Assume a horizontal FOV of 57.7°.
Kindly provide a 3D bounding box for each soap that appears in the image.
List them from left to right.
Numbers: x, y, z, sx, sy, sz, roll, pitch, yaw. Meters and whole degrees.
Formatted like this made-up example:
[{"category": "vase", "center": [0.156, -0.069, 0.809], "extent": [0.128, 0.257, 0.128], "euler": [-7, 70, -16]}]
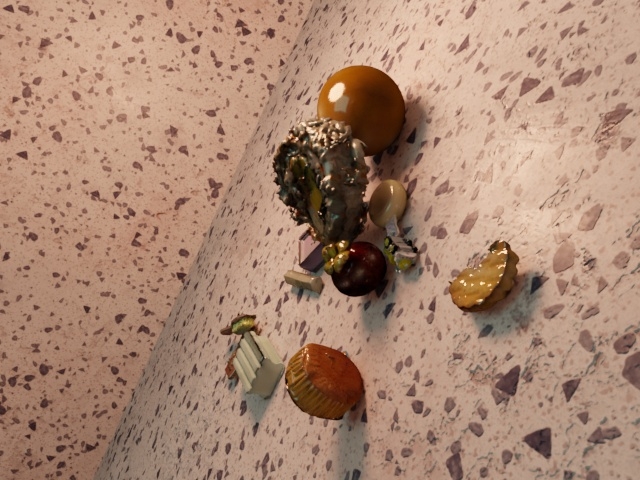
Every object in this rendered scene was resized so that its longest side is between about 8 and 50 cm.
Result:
[{"category": "soap", "center": [-0.215, 0.426, 2.005], "extent": [0.150, 0.094, 0.261], "euler": [-68, 24, 6]}]

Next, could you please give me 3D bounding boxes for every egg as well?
[{"category": "egg", "center": [0.128, -0.417, 1.871], "extent": [0.282, 0.283, 0.351], "euler": [-57, 21, 18]}]

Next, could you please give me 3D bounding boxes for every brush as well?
[{"category": "brush", "center": [-0.333, 0.350, 2.276], "extent": [0.313, 0.072, 0.067], "euler": [-36, 44, 55]}]

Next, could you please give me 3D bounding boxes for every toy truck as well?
[{"category": "toy truck", "center": [0.206, 0.039, 1.527], "extent": [0.111, 0.076, 0.077], "euler": [-115, 37, -58]}]

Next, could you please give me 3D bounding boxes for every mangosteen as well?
[{"category": "mangosteen", "center": [0.088, 0.070, 1.597], "extent": [0.166, 0.180, 0.166], "euler": [-56, 13, 20]}]

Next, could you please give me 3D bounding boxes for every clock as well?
[{"category": "clock", "center": [-0.001, -0.001, 1.991], "extent": [0.193, 0.073, 0.144], "euler": [-47, 29, 35]}]

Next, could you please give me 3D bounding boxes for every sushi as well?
[{"category": "sushi", "center": [0.009, -0.166, 1.739], "extent": [0.417, 0.176, 0.417], "euler": [44, 143, 46]}]

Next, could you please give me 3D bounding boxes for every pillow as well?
[{"category": "pillow", "center": [-0.304, 0.421, 2.249], "extent": [0.232, 0.043, 0.126], "euler": [-64, 22, -1]}]

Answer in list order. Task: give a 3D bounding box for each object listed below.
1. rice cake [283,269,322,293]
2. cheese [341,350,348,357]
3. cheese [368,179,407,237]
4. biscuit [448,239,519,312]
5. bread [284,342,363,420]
[{"category": "rice cake", "center": [-0.062, 0.140, 2.011], "extent": [0.256, 0.052, 0.057], "euler": [-173, 77, -66]}, {"category": "cheese", "center": [0.046, 0.343, 1.621], "extent": [0.111, 0.017, 0.047], "euler": [-47, 26, 37]}, {"category": "cheese", "center": [0.197, -0.078, 1.667], "extent": [0.137, 0.064, 0.227], "euler": [-50, 28, 34]}, {"category": "biscuit", "center": [0.341, 0.092, 1.197], "extent": [0.183, 0.061, 0.118], "euler": [-46, 31, 41]}, {"category": "bread", "center": [0.013, 0.348, 1.459], "extent": [0.104, 0.199, 0.199], "euler": [-48, 28, 28]}]
